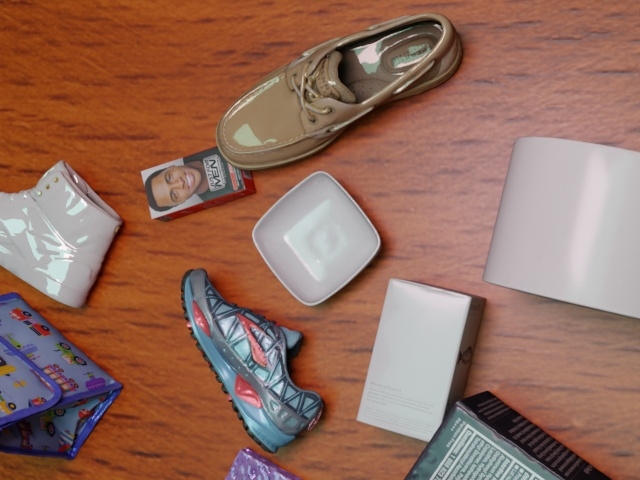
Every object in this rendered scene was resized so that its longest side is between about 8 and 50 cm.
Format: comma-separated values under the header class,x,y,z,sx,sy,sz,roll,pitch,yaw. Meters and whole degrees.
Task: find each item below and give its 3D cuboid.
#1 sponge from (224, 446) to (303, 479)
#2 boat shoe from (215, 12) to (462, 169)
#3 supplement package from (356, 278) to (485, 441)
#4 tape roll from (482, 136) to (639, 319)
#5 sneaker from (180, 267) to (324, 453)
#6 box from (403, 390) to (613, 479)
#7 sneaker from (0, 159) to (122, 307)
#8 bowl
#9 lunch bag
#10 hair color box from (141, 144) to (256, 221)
class,x,y,z,sx,sy,sz,roll,pitch,yaw
sponge,-0.039,0.368,1.478,0.210,0.031,0.117,27,95,17
boat shoe,0.011,-0.198,1.444,0.341,0.110,0.121,-27,81,9
supplement package,0.125,0.143,1.401,0.105,0.105,0.179,13,91,19
tape roll,0.317,-0.007,1.275,0.246,0.246,0.169,13,90,19
sneaker,-0.085,0.139,1.490,0.125,0.104,0.261,-31,81,-4
box,0.214,0.380,1.314,0.294,0.183,0.296,36,99,18
sneaker,-0.414,-0.049,1.599,0.293,0.108,0.169,30,94,8
bowl,0.000,0.000,1.479,0.142,0.053,0.142,-41,75,11
lunch bag,-0.436,0.181,1.484,0.221,0.293,0.138,38,98,17
hair color box,-0.165,-0.079,1.544,0.141,0.043,0.072,-18,81,17
